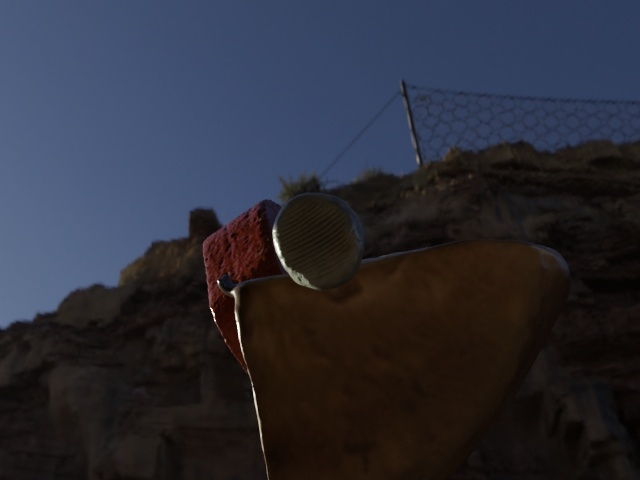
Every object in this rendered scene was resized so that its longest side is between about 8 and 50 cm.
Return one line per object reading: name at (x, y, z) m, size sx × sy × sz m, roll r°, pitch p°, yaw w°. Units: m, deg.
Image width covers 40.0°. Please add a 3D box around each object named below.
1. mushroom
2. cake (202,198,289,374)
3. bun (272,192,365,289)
mushroom at (0.116, 0.159, 1.012) m, size 0.397 × 0.313 × 0.224 m, roll -12°, pitch -11°, yaw 1°
cake at (-0.079, 0.069, 1.312) m, size 0.151 × 0.283 × 0.177 m, roll -34°, pitch -55°, yaw 18°
bun at (0.000, 0.000, 0.726) m, size 0.083 × 0.083 × 0.045 m, roll -16°, pitch -9°, yaw 13°
